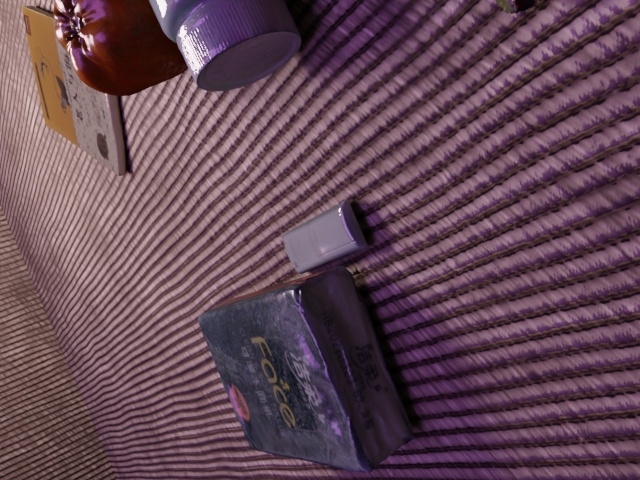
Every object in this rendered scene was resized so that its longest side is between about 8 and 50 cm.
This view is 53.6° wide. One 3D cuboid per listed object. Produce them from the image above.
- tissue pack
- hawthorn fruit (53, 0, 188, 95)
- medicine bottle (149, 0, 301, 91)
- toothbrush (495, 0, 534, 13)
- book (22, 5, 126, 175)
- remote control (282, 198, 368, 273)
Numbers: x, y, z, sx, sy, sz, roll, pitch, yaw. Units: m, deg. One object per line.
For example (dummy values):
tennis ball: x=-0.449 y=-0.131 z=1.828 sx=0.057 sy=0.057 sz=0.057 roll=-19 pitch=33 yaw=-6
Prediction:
tissue pack: x=-0.035 y=0.170 z=0.839 sx=0.316 sy=0.103 sz=0.227 roll=-22 pitch=92 yaw=57
hawthorn fruit: x=-0.249 y=-0.278 z=0.826 sx=0.189 sy=0.189 sz=0.189 roll=30 pitch=131 yaw=42
medicine bottle: x=-0.121 y=-0.287 z=0.673 sx=0.139 sy=0.139 sz=0.225 roll=-31 pitch=82 yaw=56
toothbrush: x=0.058 y=-0.316 z=0.503 sx=0.363 sy=0.041 sz=0.041 roll=58 pitch=145 yaw=15
book: x=-0.498 y=-0.309 z=1.272 sx=0.389 sy=0.032 sz=0.268 roll=29 pitch=129 yaw=42
remote control: x=0.000 y=0.000 z=0.764 sx=0.162 sy=0.029 sz=0.061 roll=-27 pitch=84 yaw=56
